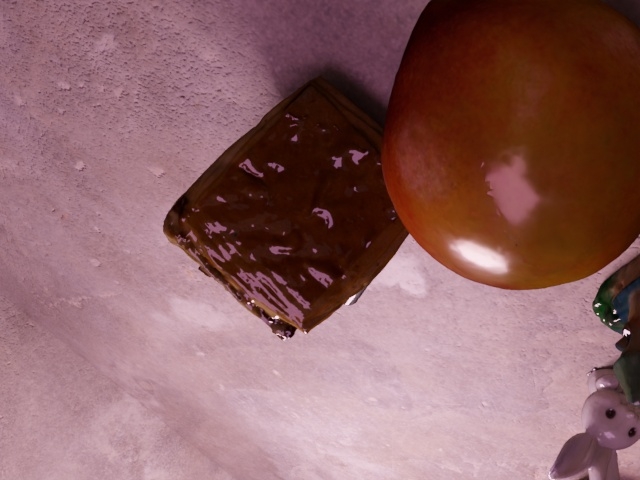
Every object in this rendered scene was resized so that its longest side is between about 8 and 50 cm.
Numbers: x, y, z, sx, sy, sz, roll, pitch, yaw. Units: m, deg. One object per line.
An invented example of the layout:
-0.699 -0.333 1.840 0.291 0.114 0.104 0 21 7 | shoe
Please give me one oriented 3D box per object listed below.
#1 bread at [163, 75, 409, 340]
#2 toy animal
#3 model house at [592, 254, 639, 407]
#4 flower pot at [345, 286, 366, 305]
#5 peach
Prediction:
-0.026 -0.046 0.976 0.277 0.167 0.324 43 98 -3 | bread
0.465 0.311 1.079 0.103 0.221 0.131 33 144 4 | toy animal
0.508 0.188 0.857 0.312 0.280 0.245 33 143 -1 | model house
0.000 0.000 1.128 0.229 0.103 0.108 32 142 -1 | flower pot
0.209 -0.114 0.714 0.308 0.308 0.332 -13 115 42 | peach
